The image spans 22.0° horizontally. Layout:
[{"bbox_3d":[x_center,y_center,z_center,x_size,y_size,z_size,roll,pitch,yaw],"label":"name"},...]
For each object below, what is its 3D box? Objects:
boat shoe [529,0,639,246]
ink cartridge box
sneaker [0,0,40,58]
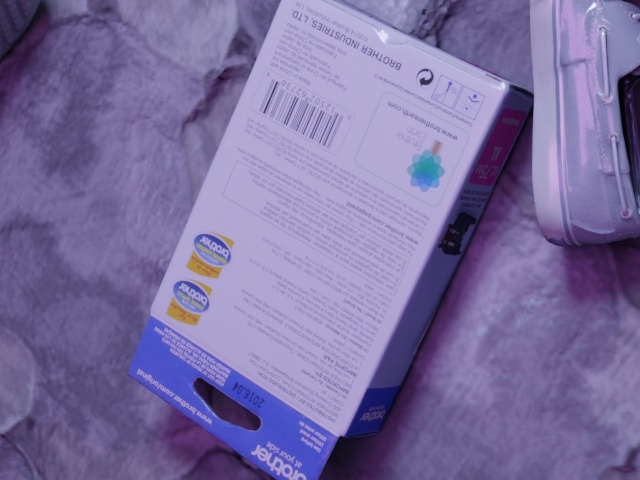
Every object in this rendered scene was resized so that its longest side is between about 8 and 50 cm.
[{"bbox_3d":[0.179,-0.110,1.034,0.081,0.079,0.227,0,93,21],"label":"boat shoe"},{"bbox_3d":[0.000,0.000,1.136,0.186,0.065,0.311,30,101,27],"label":"ink cartridge box"},{"bbox_3d":[-0.381,-0.162,1.321,0.366,0.135,0.150,-34,75,24],"label":"sneaker"}]
